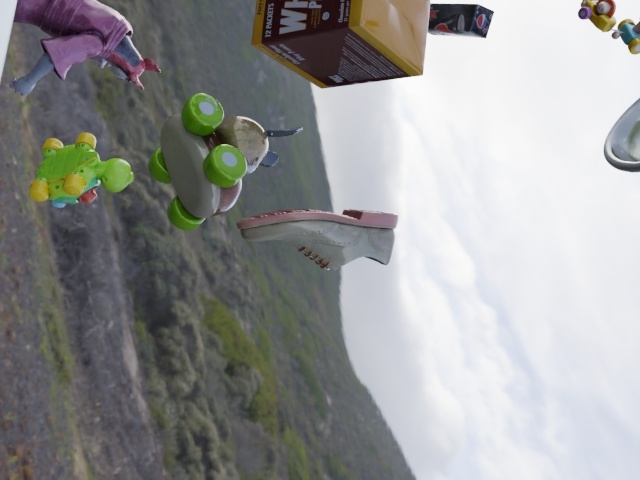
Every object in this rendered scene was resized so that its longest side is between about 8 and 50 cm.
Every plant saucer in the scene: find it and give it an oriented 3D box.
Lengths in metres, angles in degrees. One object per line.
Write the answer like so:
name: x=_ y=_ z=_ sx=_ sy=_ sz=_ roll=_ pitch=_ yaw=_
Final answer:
plant saucer: x=0.788 y=-0.251 z=1.522 sx=0.100 sy=0.400 sz=0.400 roll=49 pitch=0 yaw=-16

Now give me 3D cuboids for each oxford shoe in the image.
oxford shoe: x=0.000 y=0.000 z=1.726 sx=0.140 sy=0.396 sz=0.147 roll=-163 pitch=-106 yaw=-72

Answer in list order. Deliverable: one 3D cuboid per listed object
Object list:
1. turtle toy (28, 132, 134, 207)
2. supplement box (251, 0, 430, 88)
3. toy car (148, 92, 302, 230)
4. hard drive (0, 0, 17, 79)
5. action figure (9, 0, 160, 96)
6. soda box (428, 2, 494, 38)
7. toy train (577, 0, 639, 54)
turtle toy: x=-0.305 y=-0.083 z=0.944 sx=0.066 sy=0.130 sz=0.095 roll=66 pitch=22 yaw=-52
supplement box: x=0.034 y=-0.333 z=1.123 sx=0.191 sy=0.194 sz=0.129 roll=18 pitch=76 yaw=-54
toy car: x=-0.116 y=-0.114 z=1.024 sx=0.155 sy=0.188 sz=0.149 roll=-40 pitch=-109 yaw=48
hard drive: x=-0.361 y=-0.229 z=0.736 sx=0.203 sy=0.040 sz=0.308 roll=-77 pitch=-166 yaw=-57
action figure: x=-0.426 y=-0.394 z=1.238 sx=0.276 sy=0.370 sz=0.248 roll=-53 pitch=-166 yaw=33
soda box: x=0.281 y=-0.465 z=1.559 sx=0.169 sy=0.053 sz=0.060 roll=25 pitch=-79 yaw=52
toy train: x=0.451 y=-0.346 z=1.113 sx=0.166 sy=0.125 sz=0.046 roll=39 pitch=-44 yaw=6
